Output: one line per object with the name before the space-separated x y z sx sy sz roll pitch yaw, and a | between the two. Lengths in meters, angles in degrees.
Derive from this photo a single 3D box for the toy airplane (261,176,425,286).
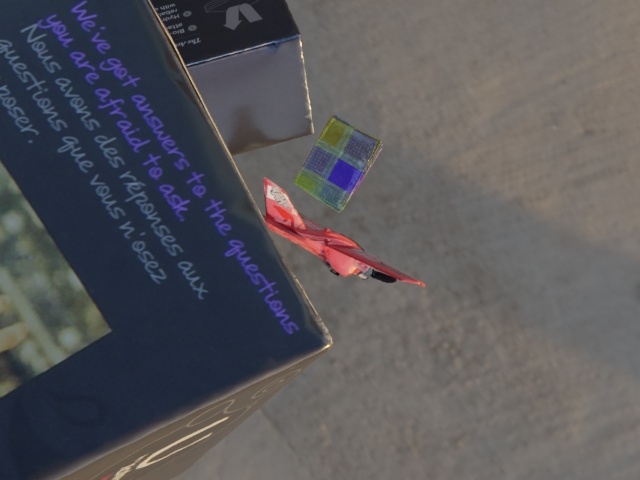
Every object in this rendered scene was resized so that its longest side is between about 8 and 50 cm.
toy airplane | 0.000 0.000 1.063 0.151 0.151 0.028 33 87 -24

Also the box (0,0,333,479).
box | -0.161 0.045 0.452 0.270 0.165 0.143 -23 80 -28

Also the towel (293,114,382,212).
towel | 0.017 -0.077 1.536 0.060 0.009 0.083 33 99 6

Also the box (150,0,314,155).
box | -0.102 -0.133 1.050 0.156 0.158 0.093 -16 138 -6
